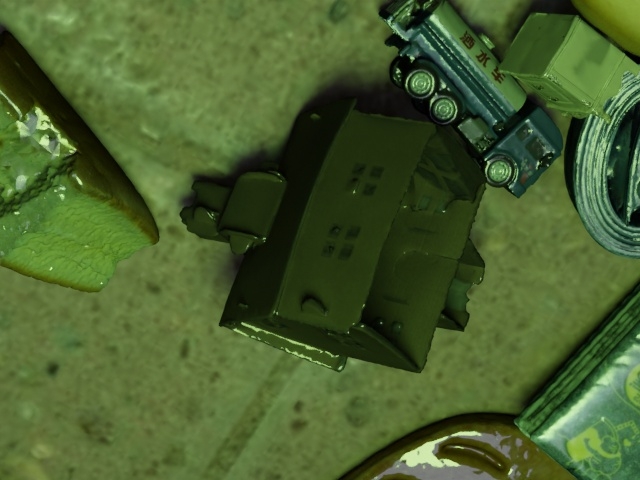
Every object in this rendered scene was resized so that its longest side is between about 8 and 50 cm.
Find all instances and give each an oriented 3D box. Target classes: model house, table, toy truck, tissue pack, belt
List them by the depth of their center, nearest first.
[{"bbox_3d":[0.214,-0.147,1.656,0.083,0.079,0.062,33,84,-26],"label":"table"},{"bbox_3d":[0.000,0.000,1.693,0.243,0.204,0.211,10,71,30],"label":"model house"},{"bbox_3d":[0.128,-0.134,1.705,0.088,0.074,0.201,-43,107,1],"label":"toy truck"},{"bbox_3d":[0.293,-0.074,1.728,0.141,0.082,0.190,12,107,-3],"label":"belt"},{"bbox_3d":[0.334,0.139,1.787,0.185,0.081,0.257,42,92,-18],"label":"tissue pack"}]

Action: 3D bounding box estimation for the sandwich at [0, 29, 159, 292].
[{"bbox_3d":[-0.242,-0.049,1.676,0.122,0.128,0.235,-36,108,17],"label":"sandwich"}]

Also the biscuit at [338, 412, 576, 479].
[{"bbox_3d":[0.123,0.341,1.874,0.367,0.063,0.314,-37,107,8],"label":"biscuit"}]

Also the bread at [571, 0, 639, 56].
[{"bbox_3d":[0.343,-0.288,1.616,0.333,0.160,0.333,-1,109,-2],"label":"bread"}]
